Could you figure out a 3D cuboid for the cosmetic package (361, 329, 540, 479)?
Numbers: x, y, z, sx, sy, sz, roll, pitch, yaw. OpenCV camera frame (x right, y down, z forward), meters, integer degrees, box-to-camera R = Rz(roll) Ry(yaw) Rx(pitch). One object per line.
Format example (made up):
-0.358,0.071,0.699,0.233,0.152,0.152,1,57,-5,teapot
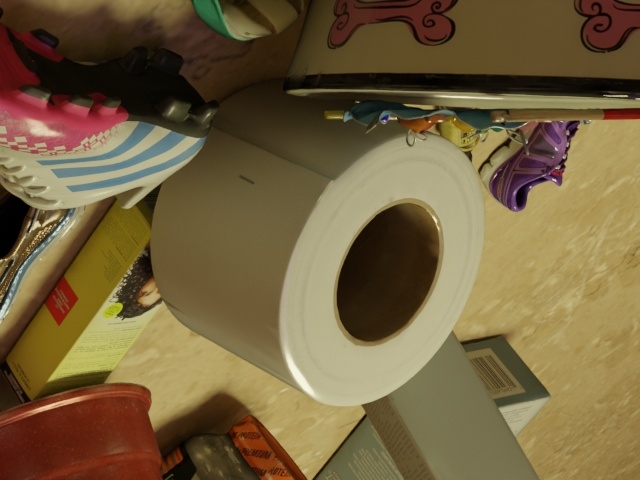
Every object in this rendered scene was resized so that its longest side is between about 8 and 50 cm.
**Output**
0.119,0.194,1.950,0.097,0.284,0.377,-27,171,-5,cosmetic package

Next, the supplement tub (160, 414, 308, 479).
-0.155,0.346,2.073,0.316,0.193,0.193,-38,155,1,supplement tub

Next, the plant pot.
-0.236,0.309,1.743,0.272,0.265,0.272,-22,163,-7,plant pot

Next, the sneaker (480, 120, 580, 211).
0.246,-0.099,1.992,0.068,0.071,0.170,0,135,-53,sneaker

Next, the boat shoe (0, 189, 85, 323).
-0.271,0.013,1.511,0.183,0.066,0.066,-52,149,6,boat shoe

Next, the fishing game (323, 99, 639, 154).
0.109,-0.084,1.394,0.189,0.041,0.264,-2,-175,-30,fishing game

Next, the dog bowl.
0.177,-0.177,1.441,0.408,0.408,0.150,-1,94,-53,dog bowl

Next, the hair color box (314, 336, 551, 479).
0.113,0.296,2.441,0.185,0.113,0.374,-6,139,-49,hair color box

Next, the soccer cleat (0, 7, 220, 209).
-0.205,-0.077,1.371,0.143,0.116,0.331,-48,154,20,soccer cleat

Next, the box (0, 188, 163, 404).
-0.192,0.054,1.682,0.087,0.058,0.232,-3,139,-50,box

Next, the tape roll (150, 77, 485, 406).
0.000,0.000,1.609,0.246,0.169,0.246,-24,126,-38,tape roll

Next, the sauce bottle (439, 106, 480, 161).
0.138,-0.111,1.862,0.042,0.042,0.128,-33,156,-10,sauce bottle

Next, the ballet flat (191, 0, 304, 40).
-0.055,-0.199,1.397,0.083,0.087,0.247,-35,155,-7,ballet flat
